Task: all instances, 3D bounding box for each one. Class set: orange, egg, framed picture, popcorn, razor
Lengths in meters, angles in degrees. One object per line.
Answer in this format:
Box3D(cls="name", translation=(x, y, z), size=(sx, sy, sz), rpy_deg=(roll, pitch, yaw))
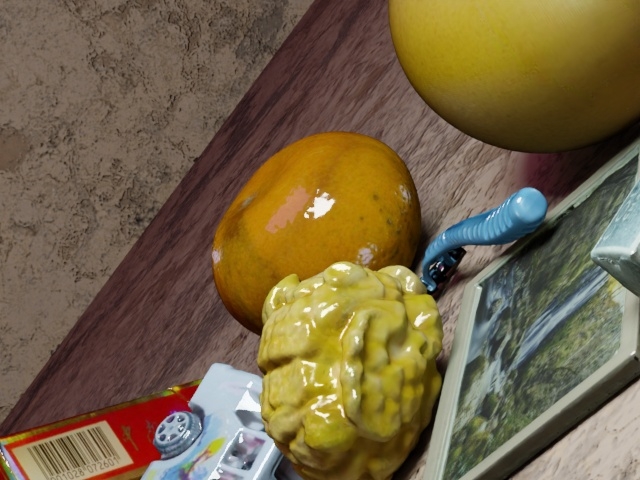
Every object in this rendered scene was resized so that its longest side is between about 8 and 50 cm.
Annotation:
Box3D(cls="orange", translation=(0.000, 0.000, 1.838), size=(0.240, 0.171, 0.240), rpy_deg=(-44, 16, 16))
Box3D(cls="egg", translation=(0.191, -0.198, 1.536), size=(0.250, 0.250, 0.322), rpy_deg=(-53, 19, -6))
Box3D(cls="framed picture", translation=(0.173, 0.062, 1.396), size=(0.240, 0.020, 0.324), rpy_deg=(-43, 15, 33))
Box3D(cls="popcorn", translation=(0.024, 0.100, 1.481), size=(0.194, 0.163, 0.140), rpy_deg=(-58, 14, -29))
Box3D(cls="razor", translation=(0.134, 0.000, 1.591), size=(0.082, 0.042, 0.253), rpy_deg=(-50, 5, -21))

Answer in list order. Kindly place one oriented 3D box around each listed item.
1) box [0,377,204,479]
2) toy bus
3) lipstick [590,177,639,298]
Box3D(cls="box", translation=(-0.218, 0.239, 1.736), size=(0.313, 0.089, 0.197), rpy_deg=(-11, -31, -49))
Box3D(cls="toy bus", translation=(-0.114, 0.265, 1.599), size=(0.136, 0.109, 0.330), rpy_deg=(4, 53, 42))
Box3D(cls="lipstick", translation=(0.293, -0.083, 1.241), size=(0.290, 0.076, 0.077), rpy_deg=(-54, 14, -10))
